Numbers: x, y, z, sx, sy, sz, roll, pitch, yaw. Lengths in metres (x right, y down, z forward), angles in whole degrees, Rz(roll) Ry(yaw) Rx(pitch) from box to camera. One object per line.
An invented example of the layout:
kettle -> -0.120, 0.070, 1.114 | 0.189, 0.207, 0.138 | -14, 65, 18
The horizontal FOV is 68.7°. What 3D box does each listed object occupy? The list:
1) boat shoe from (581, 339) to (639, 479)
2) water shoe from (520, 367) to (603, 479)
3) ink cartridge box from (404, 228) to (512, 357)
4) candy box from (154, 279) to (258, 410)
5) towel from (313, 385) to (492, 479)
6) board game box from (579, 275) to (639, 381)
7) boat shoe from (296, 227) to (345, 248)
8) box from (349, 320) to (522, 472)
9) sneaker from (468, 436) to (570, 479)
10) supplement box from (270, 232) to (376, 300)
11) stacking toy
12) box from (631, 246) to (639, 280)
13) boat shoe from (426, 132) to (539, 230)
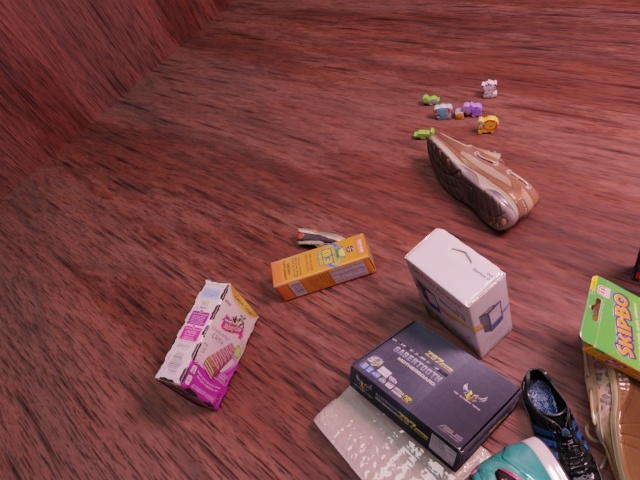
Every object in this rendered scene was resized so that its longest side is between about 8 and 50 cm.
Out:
boat shoe -> 0.473, 0.255, 0.731 | 0.105, 0.089, 0.285 | 18, 57, -4
water shoe -> 0.369, 0.301, 0.734 | 0.073, 0.080, 0.203 | -22, 48, 7
ink cartridge box -> 0.257, 0.098, 0.860 | 0.093, 0.212, 0.154 | -40, 48, -9
candy box -> -0.235, 0.225, 1.015 | 0.071, 0.159, 0.233 | 4, 56, 25
towel -> 0.137, 0.351, 0.823 | 0.187, 0.049, 0.282 | -41, 47, -12
board game box -> 0.517, 0.166, 0.718 | 0.260, 0.039, 0.124 | 30, 61, 1
boat shoe -> 0.000, 0.000, 1.173 | 0.137, 0.049, 0.043 | 11, 101, 28
box -> 0.195, 0.254, 0.814 | 0.184, 0.059, 0.233 | -23, 40, -35
sneaker -> 0.286, 0.425, 0.623 | 0.179, 0.123, 0.295 | -14, 40, -5
supplement box -> 0.006, 0.063, 1.095 | 0.234, 0.080, 0.078 | -18, 50, 7
stacking toy -> 0.376, -0.359, 1.288 | 0.221, 0.052, 0.166 | 0, 53, 25
box -> 0.602, 0.011, 0.780 | 0.114, 0.207, 0.036 | 14, 61, 34
boat shoe -> 0.369, -0.154, 1.090 | 0.117, 0.123, 0.324 | -28, 53, -8
